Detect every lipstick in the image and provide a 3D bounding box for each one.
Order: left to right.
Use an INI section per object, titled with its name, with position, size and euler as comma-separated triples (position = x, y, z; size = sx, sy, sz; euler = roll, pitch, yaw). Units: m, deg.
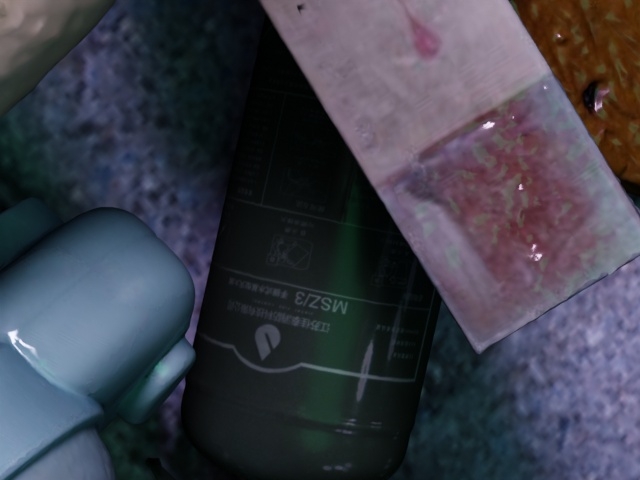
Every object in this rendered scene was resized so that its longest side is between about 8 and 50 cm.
[lipstick]
position = -0.011, -0.139, 0.698
size = 0.076, 0.080, 0.371
euler = -32, 90, 6

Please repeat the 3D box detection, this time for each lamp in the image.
[lamp]
position = -0.146, 0.101, 0.690
size = 0.147, 0.209, 0.284
euler = 29, 61, -7

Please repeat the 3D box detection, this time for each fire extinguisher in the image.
[fire extinguisher]
position = 0.000, 0.000, 0.794
size = 0.114, 0.095, 0.311
euler = 12, 93, 20

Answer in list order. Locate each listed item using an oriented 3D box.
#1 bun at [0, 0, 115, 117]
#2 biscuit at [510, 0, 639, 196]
[bun]
position = -0.196, -0.156, 0.489
size = 0.365, 0.219, 0.365
euler = -21, 143, -16
[biscuit]
position = 0.158, -0.123, 0.869
size = 0.212, 0.036, 0.212
euler = -3, 98, -22
